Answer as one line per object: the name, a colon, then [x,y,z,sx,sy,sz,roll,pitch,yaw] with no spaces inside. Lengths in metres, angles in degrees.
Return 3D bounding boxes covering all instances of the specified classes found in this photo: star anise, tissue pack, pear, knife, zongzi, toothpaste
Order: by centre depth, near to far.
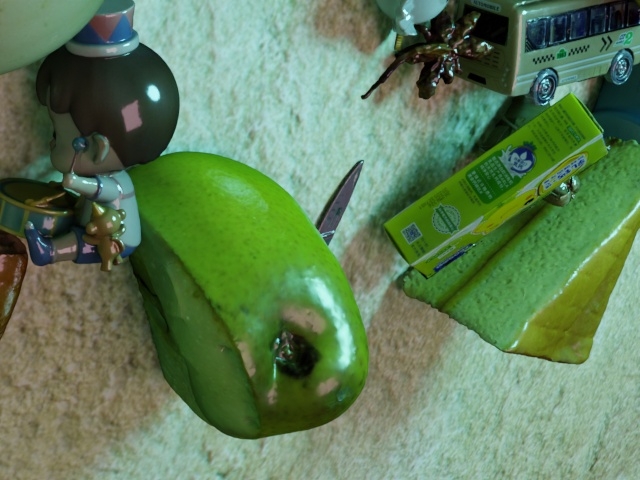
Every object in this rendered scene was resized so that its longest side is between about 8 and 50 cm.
pear: [-0.068,0.082,1.302,0.238,0.318,0.343,-30,136,-22]
star anise: [0.133,-0.234,1.463,0.190,0.070,0.097,-37,99,3]
knife: [0.000,0.000,1.539,0.035,0.018,0.247,18,100,-46]
toothpaste: [0.244,-0.072,1.578,0.327,0.077,0.110,-36,159,10]
zongzi: [0.338,-0.152,1.665,0.176,0.160,0.078,-56,166,-4]
tissue pack: [0.562,-0.248,1.786,0.206,0.198,0.288,-13,122,-37]

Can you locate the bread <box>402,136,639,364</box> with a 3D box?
bread: [0.329,-0.024,1.689,0.245,0.233,0.362,18,99,-47]

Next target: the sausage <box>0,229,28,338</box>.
sausage: [-0.394,0.114,1.175,0.103,0.076,0.302,30,92,-42]

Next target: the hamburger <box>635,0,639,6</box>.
hamburger: [0.479,-0.522,1.433,0.287,0.268,0.446,11,88,-34]

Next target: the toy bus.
toy bus: [0.323,-0.293,1.570,0.289,0.139,0.157,-17,122,-33]

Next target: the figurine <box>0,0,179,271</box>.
figurine: [-0.230,-0.111,1.137,0.158,0.161,0.276,18,102,-5]

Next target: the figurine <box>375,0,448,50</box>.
figurine: [0.102,-0.340,1.340,0.143,0.143,0.271,-23,155,-33]

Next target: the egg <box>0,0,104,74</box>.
egg: [-0.283,-0.239,0.961,0.253,0.188,0.189,-42,138,-9]
